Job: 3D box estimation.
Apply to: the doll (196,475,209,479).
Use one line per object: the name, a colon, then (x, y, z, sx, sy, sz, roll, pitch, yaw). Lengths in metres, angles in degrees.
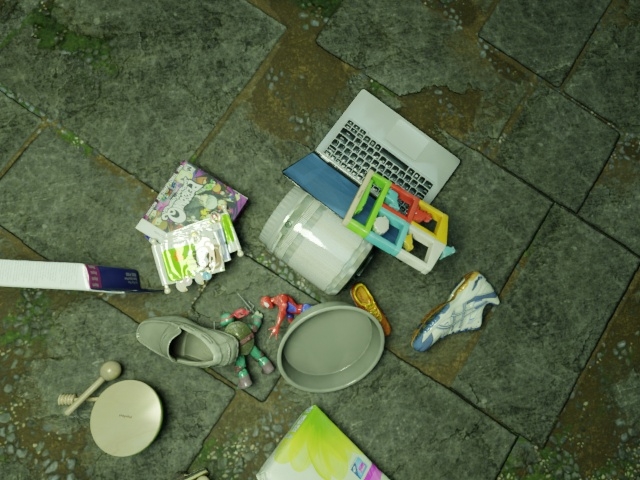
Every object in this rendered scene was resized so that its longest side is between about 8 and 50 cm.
doll: (-0.355, 0.688, 1.143, 0.129, 0.046, 0.189, 38, 94, -33)

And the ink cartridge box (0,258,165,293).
ink cartridge box: (-0.590, 0.089, 1.086, 0.330, 0.324, 0.072, 3, 84, -4)

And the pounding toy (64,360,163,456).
pounding toy: (-0.513, 0.449, 1.161, 0.236, 0.110, 0.183, 33, 76, 11)

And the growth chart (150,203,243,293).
growth chart: (-0.324, 0.027, 1.154, 0.237, 0.021, 0.172, -25, 88, -9)

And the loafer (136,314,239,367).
loafer: (-0.365, 0.261, 1.140, 0.319, 0.111, 0.112, 3, 88, 24)

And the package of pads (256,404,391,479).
package of pads: (0.008, 0.618, 1.127, 0.296, 0.101, 0.229, 44, 50, 3)

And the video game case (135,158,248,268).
video game case: (-0.347, -0.072, 1.196, 0.210, 0.042, 0.232, 32, 80, -2)

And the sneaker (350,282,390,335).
sneaker: (0.142, 0.202, 1.255, 0.064, 0.067, 0.175, -36, 88, -10)

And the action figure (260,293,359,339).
action figure: (-0.040, 0.232, 1.224, 0.280, 0.091, 0.139, 16, 73, -2)

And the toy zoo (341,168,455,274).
toy zoo: (0.215, -0.041, 1.123, 0.293, 0.030, 0.192, 30, 56, -4)

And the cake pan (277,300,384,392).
cake pan: (0.026, 0.283, 1.173, 0.293, 0.054, 0.293, -6, 118, -12)

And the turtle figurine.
turtle figurine: (-0.225, 0.276, 1.199, 0.175, 0.118, 0.234, -26, 91, -7)

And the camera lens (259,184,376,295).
camera lens: (0.000, 0.000, 1.194, 0.274, 0.219, 0.219, 36, 81, 1)

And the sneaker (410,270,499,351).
sneaker: (0.391, 0.226, 1.248, 0.296, 0.112, 0.131, -43, 88, -8)

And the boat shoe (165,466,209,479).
boat shoe: (-0.375, 0.639, 1.165, 0.152, 0.056, 0.049, -19, 48, -18)

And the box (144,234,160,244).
box: (-0.398, -0.005, 1.240, 0.126, 0.072, 0.137, -43, 88, -8)

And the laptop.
laptop: (0.167, -0.207, 1.225, 0.382, 0.236, 0.408, 37, 84, 1)

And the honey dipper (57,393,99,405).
honey dipper: (-0.622, 0.430, 1.187, 0.160, 0.030, 0.031, 1, 82, -6)
